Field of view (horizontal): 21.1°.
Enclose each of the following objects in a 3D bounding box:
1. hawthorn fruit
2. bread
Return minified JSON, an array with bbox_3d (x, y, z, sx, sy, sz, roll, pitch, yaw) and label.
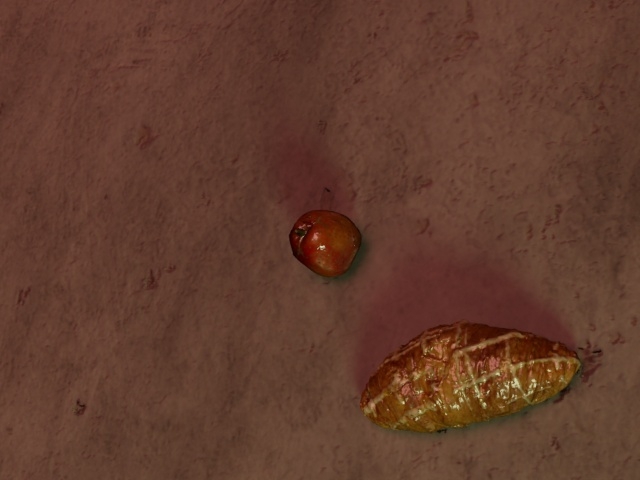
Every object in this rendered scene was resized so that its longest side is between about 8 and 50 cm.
[{"bbox_3d":[0.003,0.002,1.815,0.077,0.077,0.077,-11,63,22],"label":"hawthorn fruit"},{"bbox_3d":[0.137,0.129,1.688,0.233,0.076,0.105,-12,64,20],"label":"bread"}]
